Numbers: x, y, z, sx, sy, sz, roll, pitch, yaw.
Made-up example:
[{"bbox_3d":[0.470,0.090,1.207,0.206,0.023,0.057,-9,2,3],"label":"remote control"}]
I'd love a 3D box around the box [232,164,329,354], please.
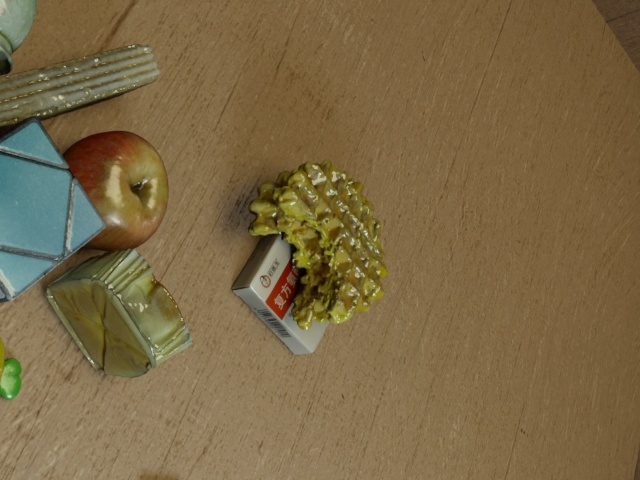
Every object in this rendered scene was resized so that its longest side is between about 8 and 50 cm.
[{"bbox_3d":[-0.026,0.037,1.921,0.214,0.069,0.353,50,50,-27],"label":"box"}]

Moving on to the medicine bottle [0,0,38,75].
[{"bbox_3d":[-0.531,-0.348,1.420,0.147,0.147,0.143,30,66,-38],"label":"medicine bottle"}]

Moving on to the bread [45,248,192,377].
[{"bbox_3d":[-0.329,0.120,1.502,0.110,0.192,0.210,-48,115,-42],"label":"bread"}]

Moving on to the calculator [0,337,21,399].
[{"bbox_3d":[-0.557,0.189,1.370,0.235,0.032,0.146,21,68,-39],"label":"calculator"}]

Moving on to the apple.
[{"bbox_3d":[-0.357,-0.080,1.536,0.209,0.164,0.209,3,86,-55],"label":"apple"}]

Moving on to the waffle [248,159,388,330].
[{"bbox_3d":[0.000,0.000,1.806,0.261,0.151,0.324,-43,116,-47],"label":"waffle"}]

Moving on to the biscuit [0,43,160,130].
[{"bbox_3d":[-0.459,-0.236,1.476,0.426,0.144,0.078,-30,105,-44],"label":"biscuit"}]

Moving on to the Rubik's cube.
[{"bbox_3d":[-0.490,-0.035,1.359,0.205,0.207,0.205,-47,115,-41],"label":"Rubik's cube"}]
